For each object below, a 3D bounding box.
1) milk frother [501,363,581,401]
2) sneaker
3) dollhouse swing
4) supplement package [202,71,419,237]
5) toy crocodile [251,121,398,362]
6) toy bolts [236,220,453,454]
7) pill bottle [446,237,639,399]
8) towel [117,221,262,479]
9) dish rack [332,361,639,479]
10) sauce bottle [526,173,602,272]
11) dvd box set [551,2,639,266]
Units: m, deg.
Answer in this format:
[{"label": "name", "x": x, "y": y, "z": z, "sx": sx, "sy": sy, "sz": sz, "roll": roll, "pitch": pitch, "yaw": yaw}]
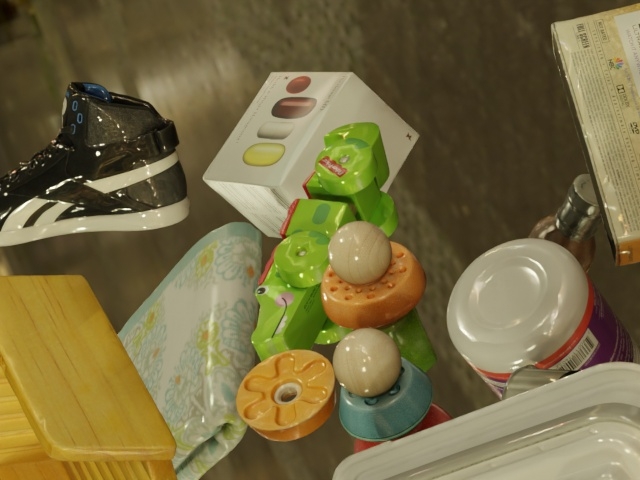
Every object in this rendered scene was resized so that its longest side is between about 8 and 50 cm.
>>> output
[{"label": "milk frother", "x": 0.248, "y": 0.192, "z": 1.727, "sx": 0.135, "sy": 0.143, "sz": 0.129, "roll": -5, "pitch": 64, "yaw": 55}, {"label": "sneaker", "x": -0.219, "y": -0.067, "z": 1.268, "sx": 0.079, "sy": 0.217, "sz": 0.121, "roll": -96, "pitch": 0, "yaw": -73}, {"label": "dollhouse swing", "x": -0.358, "y": 0.244, "z": 1.636, "sx": 0.315, "sy": 0.305, "sz": 0.347, "roll": 57, "pitch": 151, "yaw": 28}, {"label": "supplement package", "x": -0.015, "y": -0.115, "z": 2.154, "sx": 0.149, "sy": 0.194, "sz": 0.203, "roll": 41, "pitch": 162, "yaw": -31}, {"label": "toy crocodile", "x": 0.000, "y": 0.000, "z": 1.694, "sx": 0.105, "sy": 0.340, "sz": 0.115, "roll": 5, "pitch": 143, "yaw": 27}, {"label": "toy bolts", "x": 0.016, "y": 0.108, "z": 1.435, "sx": 0.228, "sy": 0.218, "sz": 0.158, "roll": -116, "pitch": 2, "yaw": -51}, {"label": "pill bottle", "x": 0.301, "y": 0.150, "z": 1.968, "sx": 0.323, "sy": 0.181, "sz": 0.181, "roll": 48, "pitch": -177, "yaw": -43}, {"label": "towel", "x": -0.191, "y": 0.193, "z": 2.156, "sx": 0.374, "sy": 0.090, "sz": 0.320, "roll": -46, "pitch": 35, "yaw": 43}, {"label": "dish rack", "x": 0.175, "y": 0.246, "z": 1.114, "sx": 0.333, "sy": 0.072, "sz": 0.285, "roll": -28, "pitch": 105, "yaw": 40}, {"label": "sauce bottle", "x": 0.361, "y": 0.038, "z": 2.442, "sx": 0.111, "sy": 0.111, "sz": 0.344, "roll": 60, "pitch": 146, "yaw": 29}, {"label": "dvd box set", "x": 0.497, "y": -0.158, "z": 1.746, "sx": 0.062, "sy": 0.420, "sz": 0.307, "roll": 69, "pitch": -172, "yaw": -61}]
